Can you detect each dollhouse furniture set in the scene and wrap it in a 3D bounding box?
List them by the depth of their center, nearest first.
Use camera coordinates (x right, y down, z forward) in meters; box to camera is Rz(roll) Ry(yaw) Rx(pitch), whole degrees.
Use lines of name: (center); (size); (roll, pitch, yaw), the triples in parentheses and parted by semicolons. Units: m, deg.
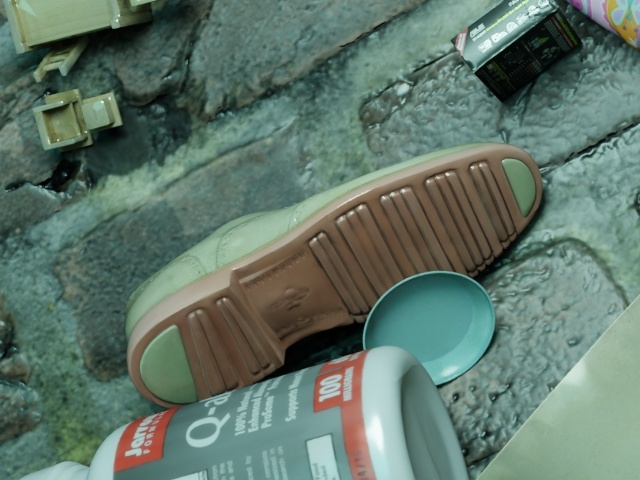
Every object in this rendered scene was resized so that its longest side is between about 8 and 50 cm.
dollhouse furniture set: (-0.187, -0.183, 1.850); (0.182, 0.101, 0.161); (-12, 97, 18)

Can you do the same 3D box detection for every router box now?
router box: (0.173, -0.174, 1.672); (0.092, 0.122, 0.038); (-36, 73, 9)

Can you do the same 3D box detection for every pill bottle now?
pill bottle: (-0.069, 0.233, 1.613); (0.363, 0.210, 0.210); (-18, 71, 16)

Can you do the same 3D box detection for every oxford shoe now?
oxford shoe: (0.000, 0.000, 1.689); (0.397, 0.140, 0.146); (-24, 33, -2)

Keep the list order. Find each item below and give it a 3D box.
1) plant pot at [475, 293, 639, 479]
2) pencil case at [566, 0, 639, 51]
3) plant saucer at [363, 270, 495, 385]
plant pot: (0.289, 0.204, 1.483); (0.274, 0.256, 0.256); (41, 93, 10)
pencil case: (0.221, -0.277, 1.681); (0.284, 0.124, 0.124); (39, 92, 25)
plant saucer: (0.092, 0.073, 1.658); (0.119, 0.119, 0.021); (-38, 32, 8)
